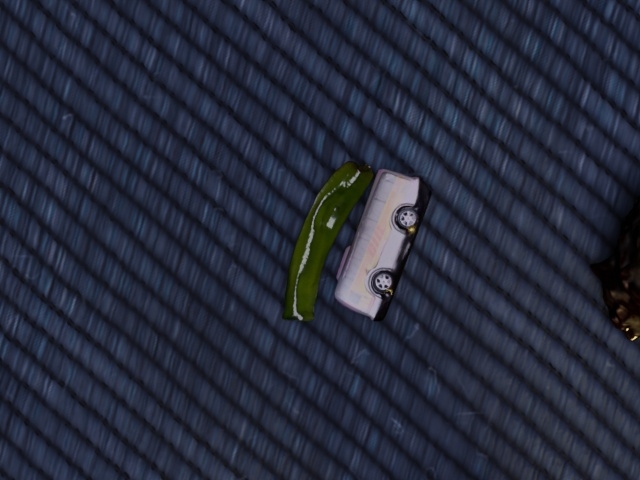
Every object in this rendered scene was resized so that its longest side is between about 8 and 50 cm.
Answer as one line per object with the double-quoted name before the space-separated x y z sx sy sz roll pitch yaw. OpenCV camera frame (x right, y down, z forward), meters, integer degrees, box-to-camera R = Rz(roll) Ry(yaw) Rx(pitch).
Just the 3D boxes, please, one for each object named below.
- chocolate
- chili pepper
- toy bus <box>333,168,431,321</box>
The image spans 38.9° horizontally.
"chocolate" 0.406 0.044 1.021 0.224 0.206 0.177 54 136 9
"chili pepper" 0.000 0.000 1.051 0.052 0.050 0.201 21 91 -14
"toy bus" 0.069 0.004 1.047 0.072 0.057 0.171 20 91 5
